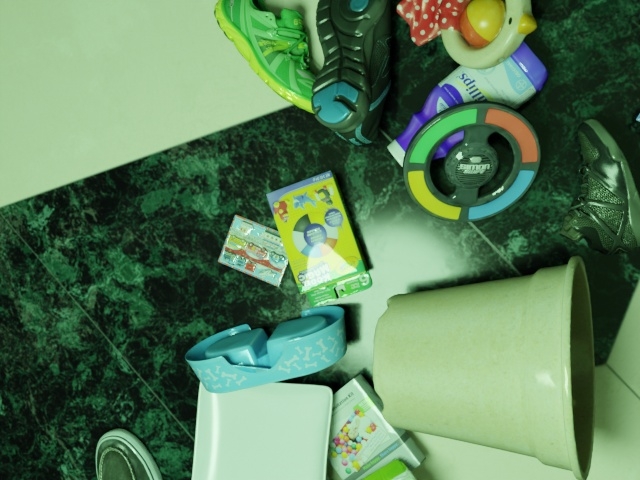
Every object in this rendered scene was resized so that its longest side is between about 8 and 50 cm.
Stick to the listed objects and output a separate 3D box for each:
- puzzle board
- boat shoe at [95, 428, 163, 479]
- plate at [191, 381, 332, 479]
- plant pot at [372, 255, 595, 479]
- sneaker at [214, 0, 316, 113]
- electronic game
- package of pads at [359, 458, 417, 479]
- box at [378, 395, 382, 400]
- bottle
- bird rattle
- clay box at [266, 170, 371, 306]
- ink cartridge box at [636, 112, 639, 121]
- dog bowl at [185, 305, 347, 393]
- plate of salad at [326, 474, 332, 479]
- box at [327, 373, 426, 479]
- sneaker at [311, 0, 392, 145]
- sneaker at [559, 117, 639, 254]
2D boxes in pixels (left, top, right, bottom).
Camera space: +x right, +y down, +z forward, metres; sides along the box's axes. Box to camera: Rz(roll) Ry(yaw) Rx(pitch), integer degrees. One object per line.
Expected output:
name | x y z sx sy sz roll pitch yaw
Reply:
puzzle board | -0.119 0.018 1.445 0.128 0.011 0.096 22 97 11
boat shoe | -0.361 0.528 1.463 0.121 0.119 0.334 -16 88 13
plate | -0.104 0.391 1.400 0.278 0.045 0.277 0 81 25
plant pot | 0.260 0.196 1.229 0.306 0.334 0.333 -3 91 25
sneaker | -0.068 -0.342 1.371 0.123 0.109 0.295 -42 82 15
electronic game | 0.250 -0.126 1.281 0.230 0.048 0.229 -2 127 -3
package of pads | 0.052 0.534 1.280 0.297 0.101 0.229 -24 116 -18
box | 0.111 0.322 1.397 0.067 0.018 0.083 -19 88 13
bottle | 0.242 -0.224 1.310 0.283 0.092 0.118 -38 82 12
bird rattle | 0.242 -0.371 1.232 0.254 0.143 0.206 -30 65 37
clay box | 0.000 0.000 1.393 0.128 0.053 0.221 -20 86 9
ink cartridge box | 0.683 -0.192 1.224 0.311 0.065 0.185 30 98 8
dog bowl | -0.090 0.196 1.374 0.298 0.166 0.074 -14 101 13
plate of salad | -0.057 0.500 1.428 0.200 0.048 0.199 1 93 13
box | 0.074 0.354 1.379 0.145 0.038 0.186 -43 77 22
sneaker | 0.064 -0.329 1.343 0.125 0.140 0.340 4 74 28
sneaker | 0.444 -0.080 1.270 0.130 0.087 0.227 -20 93 7
